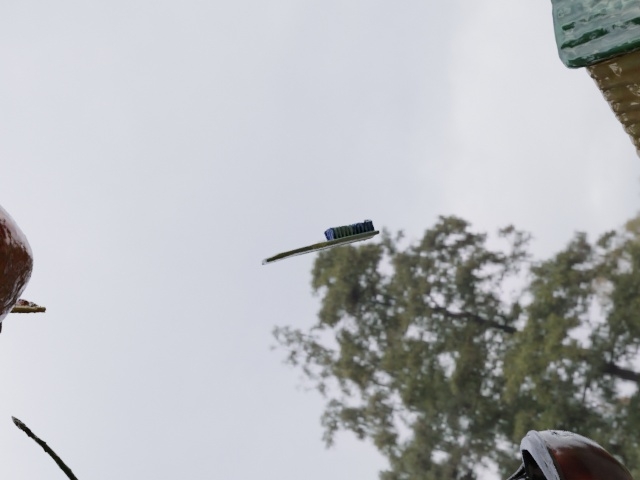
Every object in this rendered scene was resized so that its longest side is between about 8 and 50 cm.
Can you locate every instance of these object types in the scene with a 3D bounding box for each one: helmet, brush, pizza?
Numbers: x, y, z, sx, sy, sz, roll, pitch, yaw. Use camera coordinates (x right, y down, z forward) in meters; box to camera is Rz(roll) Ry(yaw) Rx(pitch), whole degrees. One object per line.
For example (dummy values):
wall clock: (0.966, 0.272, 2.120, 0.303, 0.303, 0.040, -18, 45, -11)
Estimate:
helmet: (0.294, 0.338, 1.023, 0.189, 0.193, 0.216, 73, -167, -86)
brush: (0.000, 0.001, 1.137, 0.178, 0.033, 0.030, -14, -90, -27)
pizza: (-0.545, 0.117, 1.524, 0.083, 0.078, 0.025, 2, -85, -35)

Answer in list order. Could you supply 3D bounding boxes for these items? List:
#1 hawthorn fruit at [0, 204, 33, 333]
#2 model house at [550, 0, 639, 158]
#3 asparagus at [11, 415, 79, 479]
hawthorn fruit: (-0.448, 0.035, 1.004, 0.211, 0.210, 0.262, -67, -23, -19)
model house: (0.432, -0.265, 0.760, 0.342, 0.382, 0.335, 45, -129, -29)
asparagus: (-0.438, 0.338, 1.351, 0.016, 0.016, 0.163, -44, -89, 2)
